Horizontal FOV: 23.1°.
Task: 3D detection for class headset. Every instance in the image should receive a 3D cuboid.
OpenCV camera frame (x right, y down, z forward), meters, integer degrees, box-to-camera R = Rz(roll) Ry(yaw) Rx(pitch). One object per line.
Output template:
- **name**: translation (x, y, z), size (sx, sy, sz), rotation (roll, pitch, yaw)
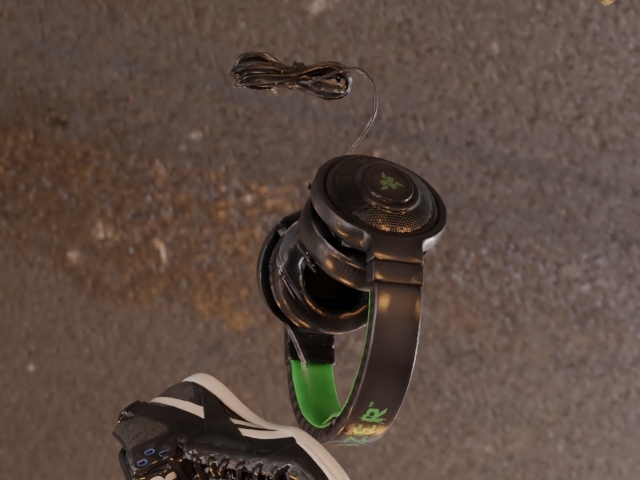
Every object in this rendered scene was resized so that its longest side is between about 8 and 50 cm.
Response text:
- **headset**: translation (0.000, 0.000, 1.506), size (0.185, 0.394, 0.243), rotation (8, 154, -19)

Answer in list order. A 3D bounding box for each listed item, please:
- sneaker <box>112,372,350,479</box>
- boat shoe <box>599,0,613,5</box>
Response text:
- **sneaker**: translation (-0.080, 0.188, 1.221), size (0.121, 0.217, 0.079), rotation (-26, 124, -33)
- **boat shoe**: translation (0.290, -0.312, 1.613), size (0.048, 0.153, 0.056), rotation (16, 156, -19)
